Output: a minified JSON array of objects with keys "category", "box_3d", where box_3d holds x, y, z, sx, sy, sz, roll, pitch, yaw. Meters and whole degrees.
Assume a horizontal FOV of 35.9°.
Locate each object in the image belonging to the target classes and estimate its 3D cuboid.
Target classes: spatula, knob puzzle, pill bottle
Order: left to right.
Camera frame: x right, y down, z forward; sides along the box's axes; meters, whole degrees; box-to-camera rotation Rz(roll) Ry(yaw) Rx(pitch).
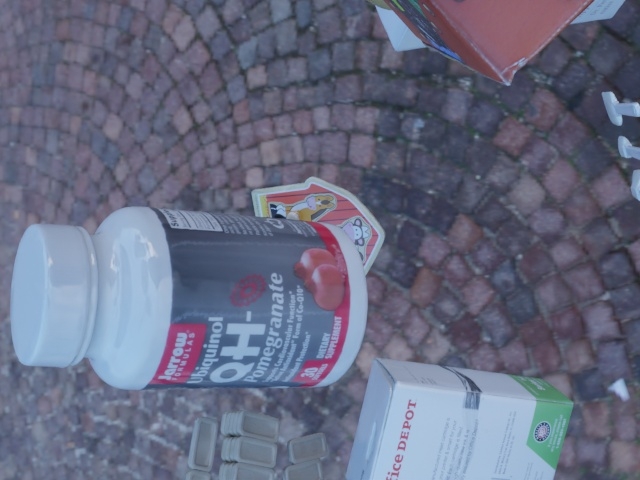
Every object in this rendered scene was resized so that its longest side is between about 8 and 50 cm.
[{"category":"pill bottle","box_3d":[-0.128,0.058,0.969,0.176,0.319,0.176,-11,77,59]},{"category":"knob puzzle","box_3d":[0.000,0.000,1.475,0.213,0.030,0.213,4,107,14]},{"category":"spatula","box_3d":[0.403,-0.110,1.254,0.019,0.242,0.168,-16,96,9]}]

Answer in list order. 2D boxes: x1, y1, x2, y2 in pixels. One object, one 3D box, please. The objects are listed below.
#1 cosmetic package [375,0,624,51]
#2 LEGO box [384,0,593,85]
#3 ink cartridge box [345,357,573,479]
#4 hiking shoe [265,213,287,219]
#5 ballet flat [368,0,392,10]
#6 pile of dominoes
[{"category":"cosmetic package","box_3d":[0.274,-0.521,1.438,0.329,0.394,0.327,119,136,-63]},{"category":"LEGO box","box_3d":[0.119,-0.385,0.439,0.500,0.372,0.193,-45,17,8]},{"category":"ink cartridge box","box_3d":[0.153,0.229,1.118,0.092,0.220,0.160,-135,56,-71]},{"category":"hiking shoe","box_3d":[-0.083,0.026,1.306,0.304,0.113,0.132,21,81,47]},{"category":"ballet flat","box_3d":[0.008,-0.344,1.101,0.232,0.073,0.080,55,147,7]},{"category":"pile of dominoes","box_3d":[-0.087,0.324,1.123,0.040,0.196,0.251,-14,62,47]}]
